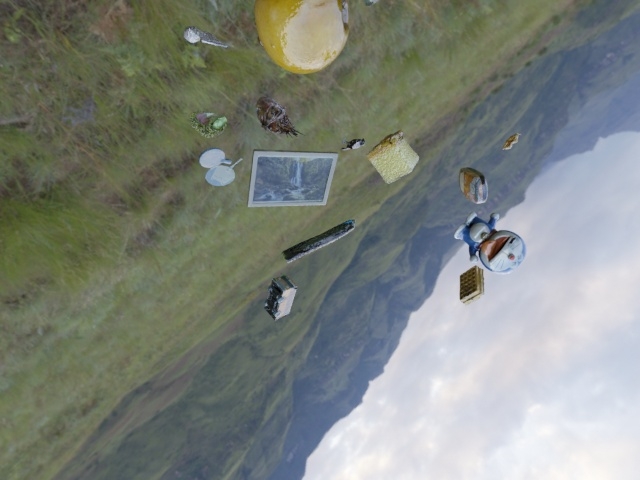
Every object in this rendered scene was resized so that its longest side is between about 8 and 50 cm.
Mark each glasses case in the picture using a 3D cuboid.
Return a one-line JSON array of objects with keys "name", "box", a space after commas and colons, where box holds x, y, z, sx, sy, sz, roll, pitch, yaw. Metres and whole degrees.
[{"name": "glasses case", "box": [0.686, -0.254, 1.902, 0.082, 0.122, 0.321, -10, -163, 8]}]

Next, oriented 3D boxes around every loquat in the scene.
[{"name": "loquat", "box": [-0.055, -0.600, 1.155, 0.275, 0.275, 0.275, -48, 176, -4]}]

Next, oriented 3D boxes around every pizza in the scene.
[{"name": "pizza", "box": [0.722, -0.374, 1.591, 0.016, 0.037, 0.083, 4, 141, -40]}]

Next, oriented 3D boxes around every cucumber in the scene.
[{"name": "cucumber", "box": [0.000, 0.001, 1.311, 0.256, 0.043, 0.044, -27, 158, -9]}]

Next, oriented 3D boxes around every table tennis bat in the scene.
[{"name": "table tennis bat", "box": [-0.421, -0.330, 1.697, 0.100, 0.019, 0.155, -48, 154, 26]}]

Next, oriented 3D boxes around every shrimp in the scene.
[{"name": "shrimp", "box": [-0.189, -0.544, 1.880, 0.116, 0.343, 0.145, -5, 129, -43]}]

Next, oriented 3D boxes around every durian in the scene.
[{"name": "durian", "box": [-0.485, -0.488, 1.795, 0.221, 0.137, 0.095, -81, -173, -68]}]

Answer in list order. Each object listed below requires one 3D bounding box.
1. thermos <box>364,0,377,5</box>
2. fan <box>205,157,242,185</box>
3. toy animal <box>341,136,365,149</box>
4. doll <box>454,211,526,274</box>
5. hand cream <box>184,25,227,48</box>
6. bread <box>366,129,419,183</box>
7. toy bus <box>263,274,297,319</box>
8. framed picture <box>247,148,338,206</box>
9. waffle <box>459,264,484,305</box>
[{"name": "thermos", "box": [0.091, -0.701, 1.069, 0.083, 0.187, 0.073, -17, -134, 35]}, {"name": "fan", "box": [-0.364, -0.266, 1.619, 0.175, 0.005, 0.113, -32, 145, 23]}, {"name": "toy animal", "box": [0.153, -0.448, 1.960, 0.220, 0.108, 0.062, -69, 163, -79]}, {"name": "doll", "box": [0.627, 0.004, 1.545, 0.215, 0.257, 0.161, -51, 158, -2]}, {"name": "hand cream", "box": [-0.380, -0.649, 1.342, 0.084, 0.257, 0.050, 2, 115, -37]}, {"name": "bread", "box": [0.251, -0.290, 1.453, 0.152, 0.147, 0.127, -28, -169, 33]}, {"name": "toy bus", "box": [-0.166, 0.237, 1.780, 0.103, 0.091, 0.182, -19, 139, -40]}, {"name": "framed picture", "box": [-0.106, -0.229, 1.575, 0.324, 0.020, 0.240, -2, 130, -22]}, {"name": "waffle", "box": [0.605, 0.179, 1.686, 0.102, 0.042, 0.148, -44, -162, 43]}]
